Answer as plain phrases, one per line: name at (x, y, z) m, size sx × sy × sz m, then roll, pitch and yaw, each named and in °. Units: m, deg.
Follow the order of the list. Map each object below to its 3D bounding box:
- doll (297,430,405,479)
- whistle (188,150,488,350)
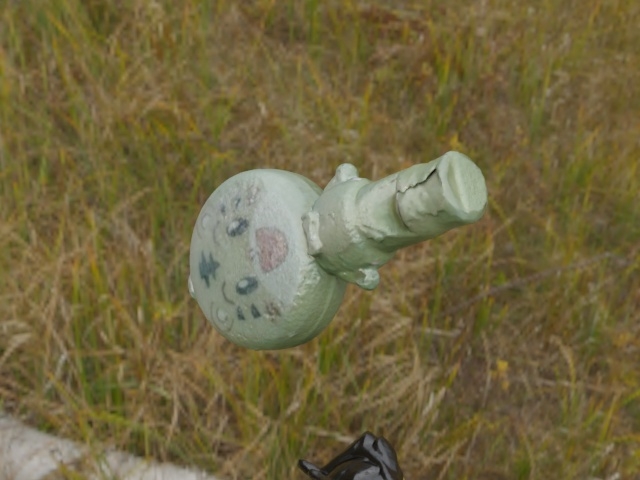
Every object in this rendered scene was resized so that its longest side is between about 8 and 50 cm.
doll at (0.054, 0.262, 1.118) m, size 0.127 × 0.088 × 0.249 m, roll -37°, pitch 26°, yaw -23°
whistle at (0.000, 0.000, 0.795) m, size 0.067 × 0.258 × 0.126 m, roll -1°, pitch 75°, yaw -46°
